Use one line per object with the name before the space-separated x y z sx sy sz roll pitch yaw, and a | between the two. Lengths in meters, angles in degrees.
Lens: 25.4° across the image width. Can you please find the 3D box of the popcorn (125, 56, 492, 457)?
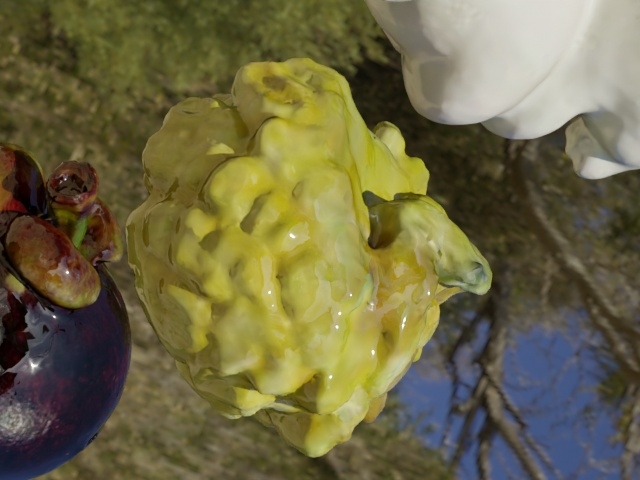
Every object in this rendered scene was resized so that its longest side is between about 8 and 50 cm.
popcorn | -0.009 0.003 0.642 0.142 0.173 0.173 -42 -147 39

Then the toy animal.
toy animal | 0.145 -0.193 0.974 0.241 0.367 0.196 -41 -140 52

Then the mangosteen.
mangosteen | -0.232 0.049 1.028 0.265 0.228 0.228 -52 -152 21
